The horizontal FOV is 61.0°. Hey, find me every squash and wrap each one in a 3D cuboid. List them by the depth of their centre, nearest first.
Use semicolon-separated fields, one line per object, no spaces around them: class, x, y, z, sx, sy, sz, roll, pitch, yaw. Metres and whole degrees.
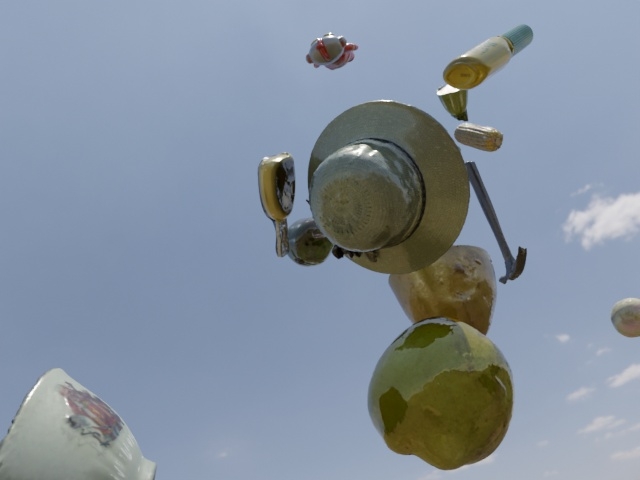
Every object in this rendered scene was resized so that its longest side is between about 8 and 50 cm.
squash;0.441;-0.437;1.767;0.105;0.105;0.132;-19;-61;5

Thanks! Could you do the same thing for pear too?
pear;0.159;0.198;0.719;0.200;0.199;0.200;-11;-34;-7

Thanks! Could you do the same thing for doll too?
doll;0.028;-0.529;1.537;0.143;0.076;0.245;-22;-1;20

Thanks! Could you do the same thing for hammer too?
hammer;0.387;-0.051;1.235;0.027;0.297;0.125;-9;-24;-15

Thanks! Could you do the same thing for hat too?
hat;0.060;-0.061;0.742;0.257;0.257;0.130;-41;-10;33

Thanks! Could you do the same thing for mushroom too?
mushroom;0.654;0.162;1.138;0.084;0.083;0.067;-34;-33;25

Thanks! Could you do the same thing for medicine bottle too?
medicine bottle;0.340;-0.366;1.064;0.261;0.095;0.064;-38;-64;-34

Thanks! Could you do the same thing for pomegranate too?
pomegranate;0.000;0.000;1.441;0.191;0.130;0.152;-8;0;-33

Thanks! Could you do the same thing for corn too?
corn;0.519;-0.341;1.787;0.080;0.238;0.080;-6;-69;-15

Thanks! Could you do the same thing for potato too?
potato;0.239;0.116;0.978;0.204;0.158;0.178;13;-43;-42

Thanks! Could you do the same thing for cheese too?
cheese;-0.065;-0.051;0.849;0.036;0.086;0.162;6;-67;19

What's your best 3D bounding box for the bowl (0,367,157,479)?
bowl;-0.290;0.333;0.650;0.158;0.337;0.337;12;-40;-11
